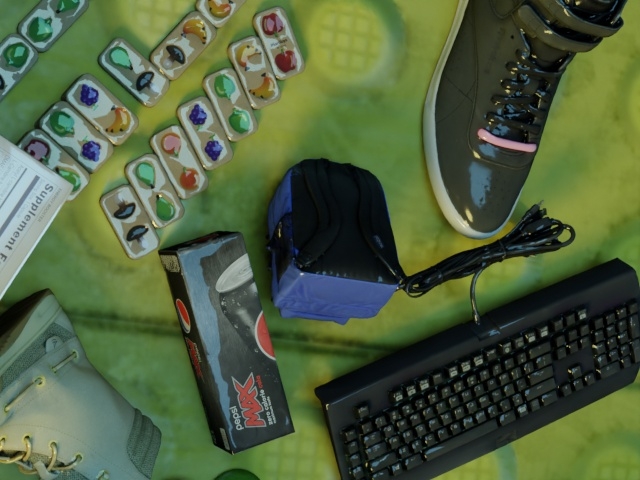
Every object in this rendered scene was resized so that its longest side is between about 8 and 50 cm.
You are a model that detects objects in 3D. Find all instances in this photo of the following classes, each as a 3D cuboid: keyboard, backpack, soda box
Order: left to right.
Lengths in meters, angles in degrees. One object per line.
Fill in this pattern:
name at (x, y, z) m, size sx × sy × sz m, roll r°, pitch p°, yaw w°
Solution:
soda box at (-0.074, 0.080, 1.048) m, size 0.060 × 0.053 × 0.169 m, roll -18°, pitch 98°, yaw -20°
backpack at (0.000, 0.000, 1.053) m, size 0.098 × 0.101 × 0.120 m, roll 11°, pitch 55°, yaw -25°
keyboard at (0.142, 0.089, 1.127) m, size 0.317 × 0.033 × 0.201 m, roll -22°, pitch 110°, yaw -20°

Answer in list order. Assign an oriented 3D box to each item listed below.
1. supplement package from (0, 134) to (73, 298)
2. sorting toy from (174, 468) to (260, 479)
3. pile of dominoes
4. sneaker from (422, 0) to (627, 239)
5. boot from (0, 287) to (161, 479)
supplement package at (-0.316, -0.049, 0.905) m, size 0.244 × 0.139 × 0.134 m, roll 36°, pitch 77°, yaw -18°
sorting toy at (-0.085, 0.219, 1.051) m, size 0.102 × 0.042 × 0.061 m, roll -5°, pitch 93°, yaw -22°
pile of dominoes at (-0.131, -0.133, 1.030) m, size 0.196 × 0.040 × 0.251 m, roll 43°, pitch 77°, yaw -16°
sneaker at (0.172, -0.146, 1.091) m, size 0.104 × 0.147 × 0.296 m, roll 13°, pitch 87°, yaw -23°
boot at (-0.206, 0.154, 0.946) m, size 0.165 × 0.077 × 0.213 m, roll 54°, pitch 35°, yaw -17°
